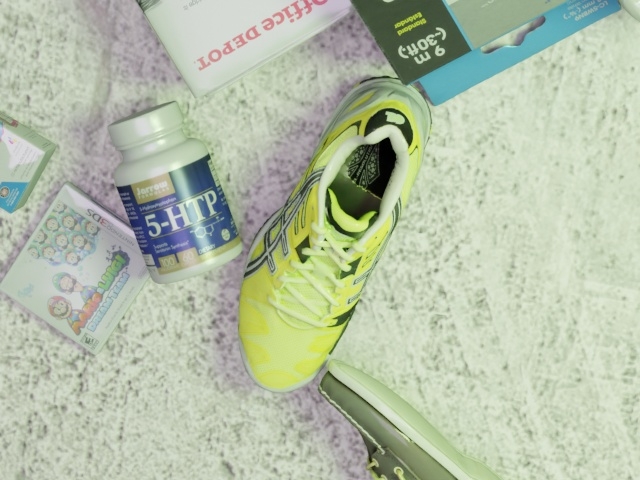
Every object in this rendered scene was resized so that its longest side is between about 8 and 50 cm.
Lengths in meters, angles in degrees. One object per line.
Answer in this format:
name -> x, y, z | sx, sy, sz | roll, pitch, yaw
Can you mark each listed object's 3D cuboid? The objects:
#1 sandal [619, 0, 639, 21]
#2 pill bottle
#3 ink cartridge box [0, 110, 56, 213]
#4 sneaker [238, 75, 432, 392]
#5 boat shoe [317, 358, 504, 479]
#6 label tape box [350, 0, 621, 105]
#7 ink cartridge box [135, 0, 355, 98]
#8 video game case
sandal -> 0.495, -0.311, 1.678 | 0.416, 0.102, 0.169 | -5, 106, -10
pill bottle -> -0.168, -0.056, 1.816 | 0.112, 0.112, 0.187 | -18, 100, 10
ink cartridge box -> -0.381, -0.101, 1.861 | 0.122, 0.052, 0.088 | 31, 105, 0
sneaker -> 0.000, 0.000, 1.791 | 0.145, 0.147, 0.385 | 22, 106, 0
boat shoe -> 0.108, 0.257, 1.856 | 0.305, 0.109, 0.091 | 40, 99, -7
label tape box -> 0.158, -0.277, 1.651 | 0.240, 0.106, 0.334 | -27, 128, 12
ink cartridge box -> -0.111, -0.328, 1.740 | 0.211, 0.121, 0.289 | -28, 98, 12
video game case -> -0.280, 0.034, 1.897 | 0.143, 0.019, 0.157 | 34, 105, -2
